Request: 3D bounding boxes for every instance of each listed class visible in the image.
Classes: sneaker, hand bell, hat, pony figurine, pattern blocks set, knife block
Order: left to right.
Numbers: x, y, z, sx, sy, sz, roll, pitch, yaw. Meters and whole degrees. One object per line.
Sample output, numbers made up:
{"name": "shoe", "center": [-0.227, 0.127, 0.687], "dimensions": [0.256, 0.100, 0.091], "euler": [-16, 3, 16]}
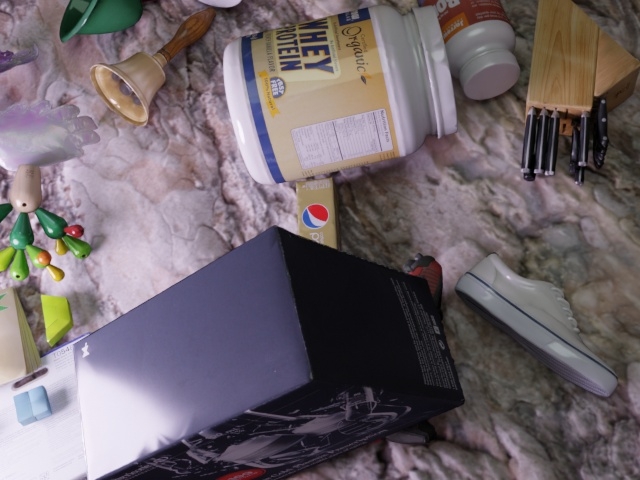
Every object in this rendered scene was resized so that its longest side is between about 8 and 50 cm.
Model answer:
{"name": "pony figurine", "center": [-0.578, -0.234, 1.439], "dimensions": [0.351, 0.364, 0.303], "euler": [-31, 56, -21]}
{"name": "pattern blocks set", "center": [-0.514, 0.157, 1.367], "dimensions": [0.285, 0.026, 0.325], "euler": [-14, 53, 0]}
{"name": "hat", "center": [-0.335, -0.395, 1.606], "dimensions": [0.208, 0.183, 0.173], "euler": [-27, 47, 45]}
{"name": "hand bell", "center": [-0.262, -0.317, 1.532], "dimensions": [0.126, 0.126, 0.242], "euler": [30, 62, 21]}
{"name": "sneaker", "center": [0.139, 0.155, 1.239], "dimensions": [0.135, 0.098, 0.276], "euler": [13, 72, 16]}
{"name": "sneaker", "center": [0.306, 0.106, 1.232], "dimensions": [0.258, 0.094, 0.091], "euler": [39, 83, 23]}
{"name": "knife block", "center": [0.346, -0.221, 1.370], "dimensions": [0.242, 0.088, 0.276], "euler": [-35, 66, -6]}

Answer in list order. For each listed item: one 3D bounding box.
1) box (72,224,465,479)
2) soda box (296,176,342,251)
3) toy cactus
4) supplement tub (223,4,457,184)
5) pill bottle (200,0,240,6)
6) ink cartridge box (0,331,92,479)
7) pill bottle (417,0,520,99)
{"name": "box", "center": [-0.063, 0.163, 1.088], "dimensions": [0.343, 0.312, 0.179], "euler": [-30, 60, 29]}
{"name": "soda box", "center": [0.000, 0.000, 1.351], "dimensions": [0.058, 0.061, 0.181], "euler": [-6, 66, 8]}
{"name": "toy cactus", "center": [-0.465, -0.030, 1.395], "dimensions": [0.218, 0.112, 0.181], "euler": [5, 78, -9]}
{"name": "supplement tub", "center": [0.031, -0.221, 1.351], "dimensions": [0.316, 0.228, 0.228], "euler": [-12, 65, 5]}
{"name": "pill bottle", "center": [-0.151, -0.550, 1.569], "dimensions": [0.153, 0.153, 0.265], "euler": [13, 70, 15]}
{"name": "ink cartridge box", "center": [-0.395, 0.272, 1.304], "dimensions": [0.223, 0.045, 0.224], "euler": [-26, 52, -2]}
{"name": "pill bottle", "center": [0.235, -0.335, 1.422], "dimensions": [0.121, 0.121, 0.216], "euler": [-18, 64, 2]}
